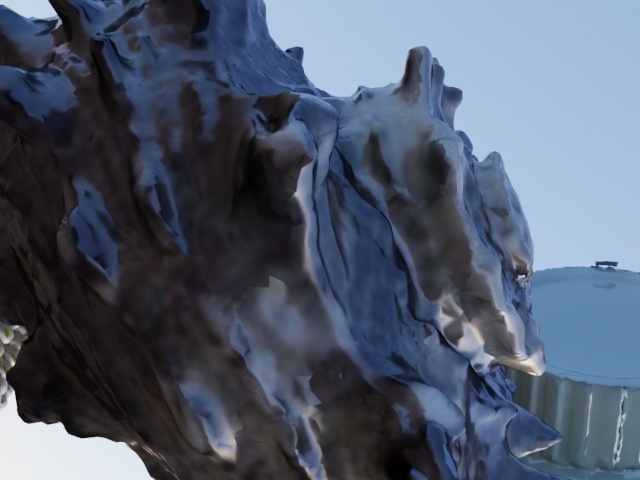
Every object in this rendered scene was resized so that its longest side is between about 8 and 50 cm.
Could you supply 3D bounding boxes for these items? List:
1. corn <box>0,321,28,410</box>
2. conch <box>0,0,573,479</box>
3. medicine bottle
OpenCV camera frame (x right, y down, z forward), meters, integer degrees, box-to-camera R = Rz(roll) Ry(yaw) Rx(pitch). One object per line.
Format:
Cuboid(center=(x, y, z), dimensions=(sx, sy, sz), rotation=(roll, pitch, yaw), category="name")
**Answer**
Cuboid(center=(-0.244, 0.079, 0.848), dimensions=(0.131, 0.344, 0.131), rotation=(19, -27, 10), category="corn")
Cuboid(center=(-0.001, -0.001, 0.547), dimensions=(0.313, 0.241, 0.186), rotation=(45, -50, -7), category="conch")
Cuboid(center=(0.148, 0.183, 0.825), dimensions=(0.158, 0.158, 0.318), rotation=(36, -48, 53), category="medicine bottle")
